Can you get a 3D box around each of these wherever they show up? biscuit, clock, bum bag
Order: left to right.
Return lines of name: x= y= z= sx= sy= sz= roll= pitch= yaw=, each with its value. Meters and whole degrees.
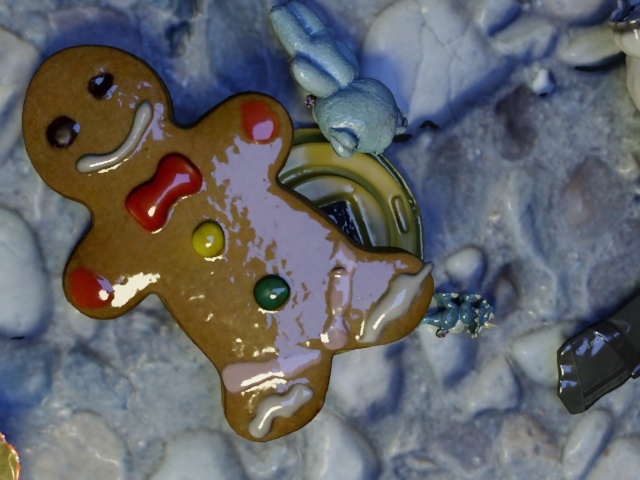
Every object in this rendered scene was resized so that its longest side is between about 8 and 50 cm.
biscuit: x=-0.119 y=-0.014 z=1.832 sx=0.283 sy=0.064 sz=0.432 roll=-43 pitch=91 yaw=1
clock: x=0.000 y=0.000 z=1.910 sx=0.237 sy=0.057 sz=0.237 roll=1 pitch=86 yaw=-17
bum bag: x=0.318 y=0.101 z=2.002 sx=0.197 sy=0.049 sz=0.087 roll=-34 pitch=120 yaw=-16

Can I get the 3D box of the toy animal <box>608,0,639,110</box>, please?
toy animal: x=0.437 y=-0.107 z=1.994 sx=0.258 sy=0.194 sz=0.357 roll=-36 pitch=114 yaw=-41

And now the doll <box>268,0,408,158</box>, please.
doll: x=0.005 y=-0.155 z=1.917 sx=0.180 sy=0.075 sz=0.120 roll=48 pitch=40 yaw=13

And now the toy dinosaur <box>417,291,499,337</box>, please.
toy dinosaur: x=0.140 y=0.077 z=1.957 sx=0.083 sy=0.030 sz=0.047 roll=5 pitch=83 yaw=-15

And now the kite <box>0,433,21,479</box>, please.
kite: x=-0.423 y=0.263 z=1.694 sx=0.327 sy=0.013 sz=0.377 roll=-43 pitch=108 yaw=-5
